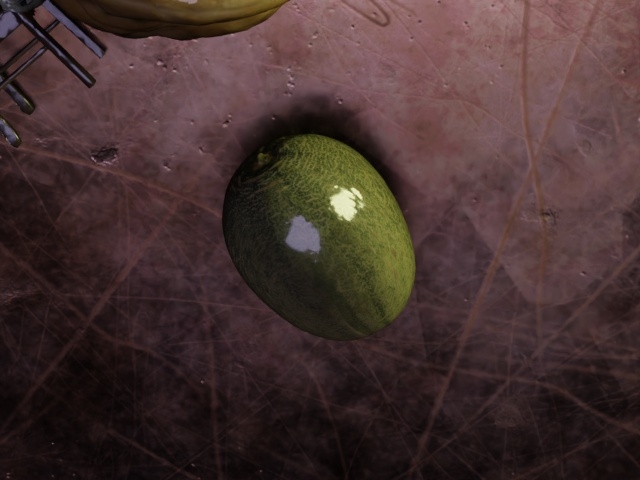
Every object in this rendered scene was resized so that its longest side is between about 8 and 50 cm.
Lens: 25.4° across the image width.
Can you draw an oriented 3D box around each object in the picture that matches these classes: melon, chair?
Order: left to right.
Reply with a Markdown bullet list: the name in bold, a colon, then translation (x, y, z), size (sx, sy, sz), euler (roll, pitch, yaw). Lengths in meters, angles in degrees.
- **chair**: translation (-0.461, -0.312, 1.947), size (0.186, 0.160, 0.319), euler (-36, 112, 15)
- **melon**: translation (0.000, 0.000, 2.039), size (0.248, 0.248, 0.329), euler (-29, 115, 14)

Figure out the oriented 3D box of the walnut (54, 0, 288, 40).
- **walnut**: translation (-0.190, -0.416, 1.812), size (0.384, 0.383, 0.383), euler (0, 115, 1)
